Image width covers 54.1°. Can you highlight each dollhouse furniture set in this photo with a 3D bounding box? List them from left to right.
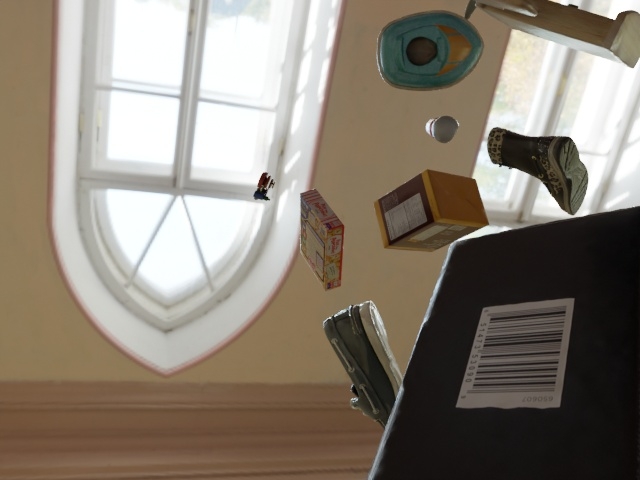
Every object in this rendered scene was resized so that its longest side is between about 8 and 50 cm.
[{"bbox_3d":[0.345,-0.412,0.783,0.198,0.303,0.286,33,-159,32],"label":"dollhouse furniture set"}]

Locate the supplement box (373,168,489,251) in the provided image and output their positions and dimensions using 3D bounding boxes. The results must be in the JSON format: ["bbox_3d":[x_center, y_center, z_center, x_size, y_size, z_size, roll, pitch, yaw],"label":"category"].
[{"bbox_3d":[0.274,-0.067,1.566,0.191,0.129,0.194,5,156,-40],"label":"supplement box"}]

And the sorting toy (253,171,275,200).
[{"bbox_3d":[-0.135,-0.125,1.541,0.042,0.102,0.061,23,-116,-2],"label":"sorting toy"}]

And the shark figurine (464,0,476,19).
[{"bbox_3d":[0.345,-0.666,1.550,0.116,0.166,0.278,-23,170,16],"label":"shark figurine"}]

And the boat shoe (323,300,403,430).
[{"bbox_3d":[0.095,0.259,1.130,0.099,0.319,0.116,-17,-160,11],"label":"boat shoe"}]

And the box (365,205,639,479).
[{"bbox_3d":[0.343,0.296,0.832,0.297,0.472,0.480,-12,-147,36],"label":"box"}]

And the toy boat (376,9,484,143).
[{"bbox_3d":[0.284,-0.402,1.546,0.267,0.318,0.148,-11,-166,-1],"label":"toy boat"}]

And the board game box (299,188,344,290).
[{"bbox_3d":[0.000,0.000,1.464,0.045,0.193,0.147,-17,-133,-19],"label":"board game box"}]

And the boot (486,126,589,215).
[{"bbox_3d":[0.472,-0.156,1.360,0.178,0.085,0.236,24,163,42],"label":"boot"}]
